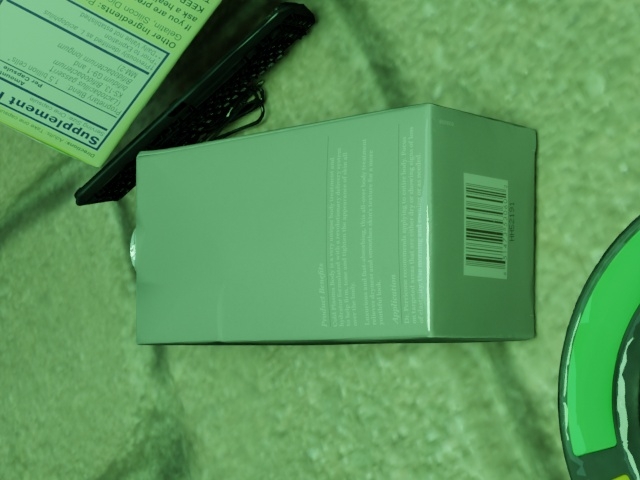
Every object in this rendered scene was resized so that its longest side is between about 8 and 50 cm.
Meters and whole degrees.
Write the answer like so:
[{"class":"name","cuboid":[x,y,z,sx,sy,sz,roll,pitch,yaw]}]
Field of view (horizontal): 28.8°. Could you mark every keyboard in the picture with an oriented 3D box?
[{"class":"keyboard","cuboid":[-0.070,-0.080,0.811,0.192,0.100,0.038,-39,89,18]}]

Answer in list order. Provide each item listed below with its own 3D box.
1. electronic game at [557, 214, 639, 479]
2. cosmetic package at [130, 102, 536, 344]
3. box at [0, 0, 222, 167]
[{"class":"electronic game","cuboid":[0.211,0.076,0.569,0.229,0.048,0.229,-5,83,42]},{"class":"cosmetic package","cuboid":[0.000,0.000,0.731,0.238,0.107,0.127,-3,84,44]},{"class":"box","cuboid":[-0.124,-0.212,0.788,0.243,0.117,0.213,-46,30,32]}]
